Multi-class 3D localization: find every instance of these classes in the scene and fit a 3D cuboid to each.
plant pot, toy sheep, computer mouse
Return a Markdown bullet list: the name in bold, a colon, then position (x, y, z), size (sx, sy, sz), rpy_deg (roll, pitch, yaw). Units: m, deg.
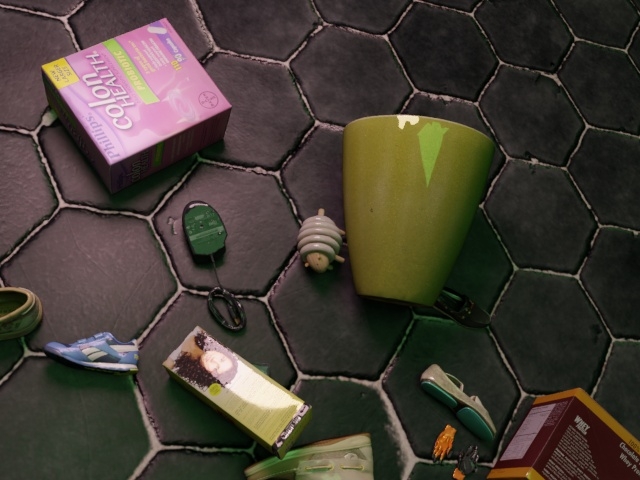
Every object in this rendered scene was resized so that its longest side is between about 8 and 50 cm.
- **plant pot**: position (0.154, -0.036, 1.122), size (0.274, 0.275, 0.294), rpy_deg (11, 81, -13)
- **toy sheep**: position (0.000, 0.000, 1.142), size (0.091, 0.091, 0.132), rpy_deg (9, 53, -13)
- **computer mouse**: position (-0.183, 0.044, 1.097), size (0.071, 0.041, 0.242), rpy_deg (-16, 81, -13)

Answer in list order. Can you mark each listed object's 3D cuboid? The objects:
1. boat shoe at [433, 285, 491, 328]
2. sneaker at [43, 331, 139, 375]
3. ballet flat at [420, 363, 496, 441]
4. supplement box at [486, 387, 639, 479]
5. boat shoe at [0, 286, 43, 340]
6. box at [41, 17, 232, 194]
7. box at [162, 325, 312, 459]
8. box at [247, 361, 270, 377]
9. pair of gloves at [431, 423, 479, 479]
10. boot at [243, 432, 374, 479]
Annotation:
- **boat shoe**: position (0.268, 0.128, 1.194), size (0.133, 0.042, 0.049), rpy_deg (28, 62, -6)
- **sneaker**: position (-0.353, 0.172, 0.983), size (0.144, 0.053, 0.059), rpy_deg (14, 66, -20)
- **ballet flat**: position (0.253, 0.284, 1.121), size (0.168, 0.057, 0.052), rpy_deg (41, 54, 2)
- **supplement box**: position (0.436, 0.397, 1.088), size (0.191, 0.129, 0.194), rpy_deg (43, 64, 3)
- **boat shoe**: position (-0.563, 0.114, 0.920), size (0.285, 0.089, 0.105), rpy_deg (-13, 74, -21)
- **box**: position (-0.322, -0.241, 1.119), size (0.243, 0.117, 0.214), rpy_deg (-32, 81, -25)
- **box**: position (-0.129, 0.234, 0.981), size (0.232, 0.058, 0.087), rpy_deg (30, 61, 18)
- **box**: position (-0.121, 0.243, 1.042), size (0.067, 0.018, 0.083), rpy_deg (10, 66, -12)
- **pair of gloves**: position (0.236, 0.373, 1.104), size (0.083, 0.010, 0.074), rpy_deg (40, 63, 0)
- **boot**: position (-0.004, 0.402, 0.985), size (0.213, 0.077, 0.165), rpy_deg (-7, 74, -19)
